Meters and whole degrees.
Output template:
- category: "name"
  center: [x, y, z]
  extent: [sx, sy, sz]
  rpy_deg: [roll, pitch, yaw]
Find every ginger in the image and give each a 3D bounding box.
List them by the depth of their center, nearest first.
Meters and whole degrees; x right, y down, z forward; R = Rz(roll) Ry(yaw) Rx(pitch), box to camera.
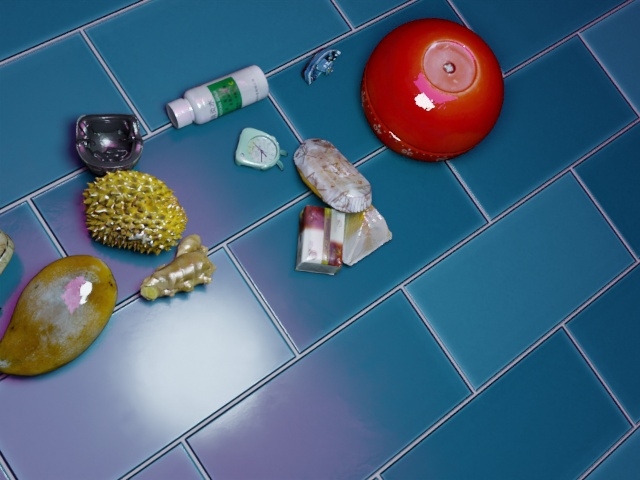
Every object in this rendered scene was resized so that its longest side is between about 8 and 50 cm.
- category: "ginger"
  center: [-0.325, 0.080, 1.752]
  extent: [0.115, 0.081, 0.205]
  rpy_deg: [48, 61, -12]

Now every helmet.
- category: "helmet"
  center: [-0.502, -0.215, 1.771]
  extent: [0.153, 0.107, 0.177]
  rpy_deg: [-2, 61, -17]

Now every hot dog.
- category: "hot dog"
  center: [0.026, -0.163, 1.883]
  extent: [0.144, 0.075, 0.268]
  rpy_deg: [-15, 50, -25]

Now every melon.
- category: "melon"
  center: [0.123, -0.025, 1.906]
  extent: [0.139, 0.093, 0.203]
  rpy_deg: [16, 73, -19]

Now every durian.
- category: "durian"
  center: [-0.433, -0.056, 1.712]
  extent: [0.249, 0.183, 0.138]
  rpy_deg: [10, 45, -8]

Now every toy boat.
- category: "toy boat"
  center: [0.006, -0.476, 2.023]
  extent: [0.060, 0.060, 0.137]
  rpy_deg: [30, 60, 15]

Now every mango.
- category: "mango"
  center: [-0.577, 0.168, 1.621]
  extent: [0.192, 0.146, 0.316]
  rpy_deg: [39, 74, 5]

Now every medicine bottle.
- category: "medicine bottle"
  center: [-0.262, -0.363, 1.896]
  extent: [0.259, 0.095, 0.095]
  rpy_deg: [-26, 82, -20]

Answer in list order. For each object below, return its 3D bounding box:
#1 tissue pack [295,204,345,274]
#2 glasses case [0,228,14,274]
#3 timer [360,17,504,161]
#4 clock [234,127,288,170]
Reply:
- category: "tissue pack"
  center: [0.000, 0.000, 1.856]
  extent: [0.106, 0.099, 0.149]
  rpy_deg: [8, 72, -13]
- category: "glasses case"
  center: [-0.810, 0.145, 1.560]
  extent: [0.425, 0.156, 0.098]
  rpy_deg: [-59, 138, -22]
- category: "timer"
  center: [0.296, -0.398, 1.967]
  extent: [0.377, 0.279, 0.378]
  rpy_deg: [3, 75, -13]
- category: "clock"
  center: [-0.150, -0.225, 1.914]
  extent: [0.134, 0.041, 0.101]
  rpy_deg: [18, 69, -11]
